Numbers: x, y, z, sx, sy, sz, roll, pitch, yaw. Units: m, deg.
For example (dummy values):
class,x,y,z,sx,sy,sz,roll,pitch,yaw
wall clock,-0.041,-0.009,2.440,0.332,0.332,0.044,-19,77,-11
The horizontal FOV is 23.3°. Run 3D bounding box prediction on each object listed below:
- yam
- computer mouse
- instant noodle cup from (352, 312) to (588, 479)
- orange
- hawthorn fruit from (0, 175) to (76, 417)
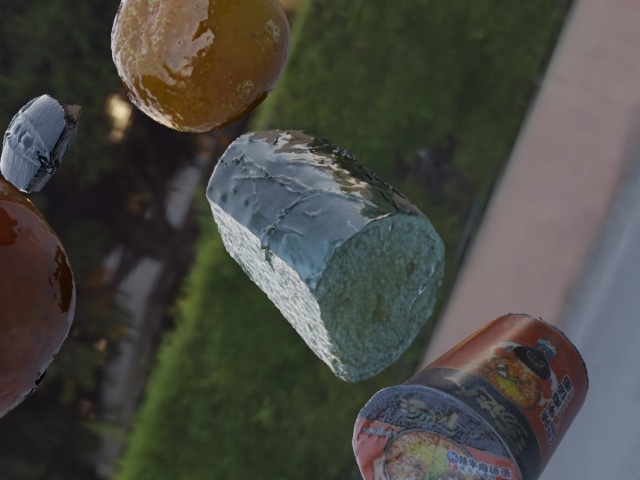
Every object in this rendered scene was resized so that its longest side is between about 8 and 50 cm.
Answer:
class,x,y,z,sx,sy,sz,roll,pitch,yaw
yam,0.003,-0.005,1.792,0.201,0.271,0.202,-36,-46,-22
computer mouse,-0.311,-0.111,1.704,0.105,0.062,0.192,-56,15,6
instant noodle cup,0.109,0.117,1.020,0.136,0.127,0.127,-38,-23,-45
orange,-0.114,-0.189,1.483,0.177,0.155,0.177,-36,40,37
hawthorn fruit,-0.379,0.046,1.405,0.307,0.276,0.276,28,-99,-77
